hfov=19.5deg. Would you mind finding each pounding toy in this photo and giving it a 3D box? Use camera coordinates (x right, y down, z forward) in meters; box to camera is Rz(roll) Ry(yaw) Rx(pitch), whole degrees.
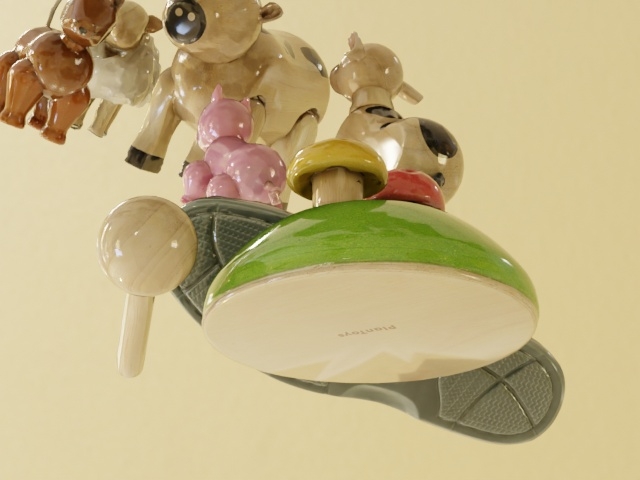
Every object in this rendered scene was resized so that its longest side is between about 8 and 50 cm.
[{"bbox_3d":[0.000,0.000,1.028,0.237,0.110,0.183,1,157,-2],"label":"pounding toy"}]

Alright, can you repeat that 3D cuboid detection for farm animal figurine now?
[{"bbox_3d":[-0.050,-0.109,1.335,0.330,0.172,0.327,23,-176,3],"label":"farm animal figurine"}]

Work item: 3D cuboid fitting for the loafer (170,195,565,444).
[{"bbox_3d":[0.021,0.048,1.152,0.267,0.096,0.084,26,-170,-10],"label":"loafer"}]
